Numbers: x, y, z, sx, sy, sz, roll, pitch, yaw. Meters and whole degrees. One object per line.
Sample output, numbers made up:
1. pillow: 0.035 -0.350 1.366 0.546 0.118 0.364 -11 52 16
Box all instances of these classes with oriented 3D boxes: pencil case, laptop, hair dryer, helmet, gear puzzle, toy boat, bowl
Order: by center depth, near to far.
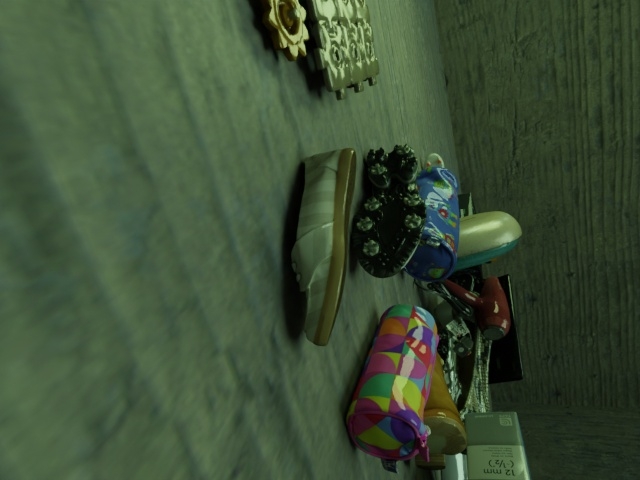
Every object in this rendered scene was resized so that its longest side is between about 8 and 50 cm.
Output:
1. gear puzzle: 0.005 -0.276 0.529 0.339 0.044 0.175 -50 130 -56
2. pencil case: 0.110 0.189 0.562 0.236 0.105 0.104 -57 134 -57
3. pencil case: 0.243 -0.049 0.906 0.133 0.119 0.306 33 43 -11
4. hair dryer: 0.384 0.146 1.008 0.294 0.080 0.223 -8 66 -42
5. bowl: 0.356 0.596 1.066 0.142 0.053 0.141 36 50 -60
6. toy boat: 0.372 0.010 1.078 0.318 0.268 0.147 -145 -140 -79
7. helmet: 0.544 0.211 1.449 0.169 0.170 0.161 47 31 -54
8. laptop: 0.647 0.396 1.572 0.237 0.408 0.381 24 56 -24

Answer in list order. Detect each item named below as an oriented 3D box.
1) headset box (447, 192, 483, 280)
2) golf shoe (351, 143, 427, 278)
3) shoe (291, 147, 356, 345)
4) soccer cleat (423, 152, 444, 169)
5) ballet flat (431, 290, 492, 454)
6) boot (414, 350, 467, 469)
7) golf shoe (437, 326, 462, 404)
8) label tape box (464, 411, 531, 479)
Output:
1. headset box: 0.512 -0.006 1.485 0.283 0.132 0.246 44 45 -55
2. golf shoe: 0.121 -0.037 0.649 0.120 0.106 0.272 70 27 -44
3. shoe: 0.000 0.000 0.427 0.076 0.059 0.218 79 17 -67
4. soccer cleat: 0.372 -0.201 1.316 0.076 0.068 0.196 -90 162 -53
5. ballet flat: 0.351 0.279 1.043 0.182 0.164 0.482 45 42 -26
6. boot: 0.178 0.255 0.693 0.295 0.104 0.211 72 17 -51
7. golf shoe: 0.267 0.296 0.892 0.094 0.077 0.197 28 64 -33
8. label tape box: 0.339 0.530 0.724 0.347 0.115 0.248 -48 124 -62
